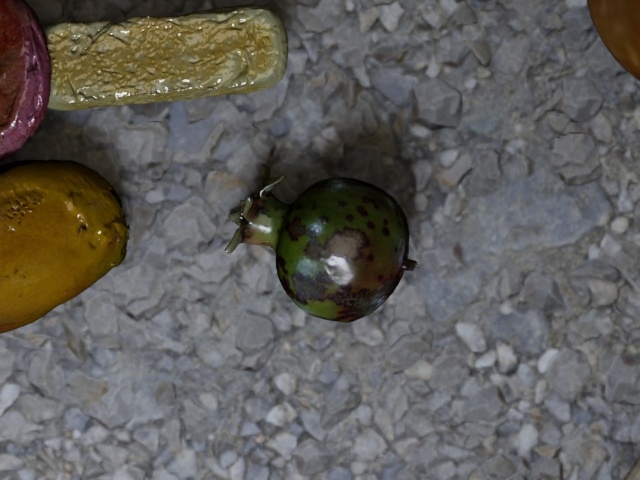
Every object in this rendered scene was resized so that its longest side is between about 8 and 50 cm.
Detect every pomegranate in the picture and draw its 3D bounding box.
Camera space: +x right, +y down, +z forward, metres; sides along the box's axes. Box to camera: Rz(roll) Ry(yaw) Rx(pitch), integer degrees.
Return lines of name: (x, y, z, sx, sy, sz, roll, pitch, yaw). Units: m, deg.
pomegranate: (0.005, -0.004, 1.611, 0.169, 0.148, 0.148, 34, 88, -8)

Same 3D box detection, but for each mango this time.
mango: (-0.293, 0.011, 1.584, 0.248, 0.156, 0.151, -18, 67, -25)

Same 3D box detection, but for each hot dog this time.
hot dog: (-0.151, -0.171, 1.620, 0.242, 0.073, 0.084, -7, 89, -3)

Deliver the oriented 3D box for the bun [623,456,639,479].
bun: (0.415, 0.310, 1.652, 0.298, 0.165, 0.299, -1, 80, 3)

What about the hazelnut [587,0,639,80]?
hazelnut: (0.411, -0.280, 1.570, 0.372, 0.315, 0.372, 1, 92, 23)

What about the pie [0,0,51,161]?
pie: (-0.328, -0.155, 1.585, 0.182, 0.049, 0.182, 0, 90, 22)
